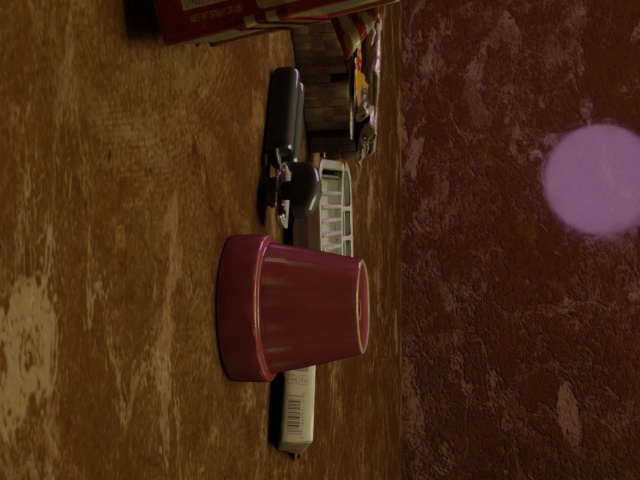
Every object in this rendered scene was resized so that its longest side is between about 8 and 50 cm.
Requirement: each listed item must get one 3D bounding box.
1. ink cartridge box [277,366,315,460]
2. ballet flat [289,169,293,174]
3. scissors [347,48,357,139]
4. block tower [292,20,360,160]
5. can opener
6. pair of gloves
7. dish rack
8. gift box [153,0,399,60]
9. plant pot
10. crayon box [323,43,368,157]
[{"bbox_3d":[-0.046,0.256,1.933,0.225,0.056,0.181,117,-24,-70],"label":"ink cartridge box"},{"bbox_3d":[-0.056,-0.161,1.914,0.041,0.041,0.114,69,22,-63],"label":"ballet flat"},{"bbox_3d":[0.052,-0.326,2.074,0.109,0.021,0.297,76,17,-61],"label":"scissors"},{"bbox_3d":[0.011,-0.306,2.145,0.097,0.090,0.336,-79,164,-52],"label":"block tower"},{"bbox_3d":[-0.043,-0.144,1.840,0.074,0.093,0.280,71,16,-59],"label":"can opener"},{"bbox_3d":[0.087,-0.274,2.158,0.240,0.042,0.204,92,3,-47],"label":"pair of gloves"},{"bbox_3d":[0.000,0.000,2.103,0.333,0.072,0.286,-13,102,-80],"label":"dish rack"},{"bbox_3d":[-0.062,-0.319,1.272,0.258,0.255,0.277,-46,128,-74],"label":"gift box"},{"bbox_3d":[-0.030,0.090,1.598,0.201,0.180,0.201,-1,90,-81],"label":"plant pot"},{"bbox_3d":[0.048,-0.331,2.393,0.202,0.081,0.319,-44,132,-78],"label":"crayon box"}]
